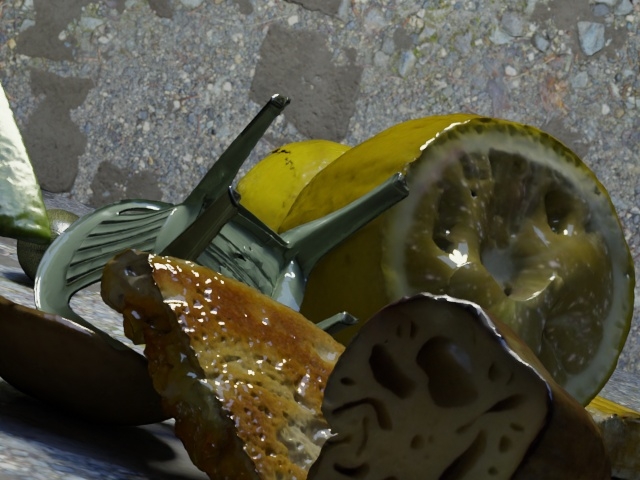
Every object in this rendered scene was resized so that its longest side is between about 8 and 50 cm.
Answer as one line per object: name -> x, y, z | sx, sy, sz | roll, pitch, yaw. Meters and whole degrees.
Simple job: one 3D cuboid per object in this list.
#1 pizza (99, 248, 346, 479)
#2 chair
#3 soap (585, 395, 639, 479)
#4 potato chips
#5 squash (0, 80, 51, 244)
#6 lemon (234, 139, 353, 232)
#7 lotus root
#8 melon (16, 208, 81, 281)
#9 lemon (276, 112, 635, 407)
pizza -> -0.039, 0.137, 1.279 | 0.335, 0.086, 0.226 | 38, 32, -8
chair -> -0.096, 0.011, 1.485 | 0.190, 0.275, 0.203 | 40, 41, -17
soap -> 0.281, 0.209, 2.050 | 0.160, 0.080, 0.257 | 16, 3, -43
potato chips -> -0.203, 0.105, 1.369 | 0.208, 0.062, 0.195 | 30, -15, -9
squash -> -0.334, -0.054, 1.328 | 0.111, 0.203, 0.288 | 15, 39, -41
lemon -> -0.001, 0.000, 2.332 | 0.297, 0.297, 0.297 | 17, 3, -1
lotus root -> 0.106, 0.157, 1.196 | 0.180, 0.188, 0.199 | 31, 12, -46
melon -> -0.325, 0.009, 2.087 | 0.098, 0.098, 0.131 | 17, 3, -11
lemon -> 0.105, 0.052, 1.697 | 0.364, 0.364, 0.364 | 17, 3, -1
